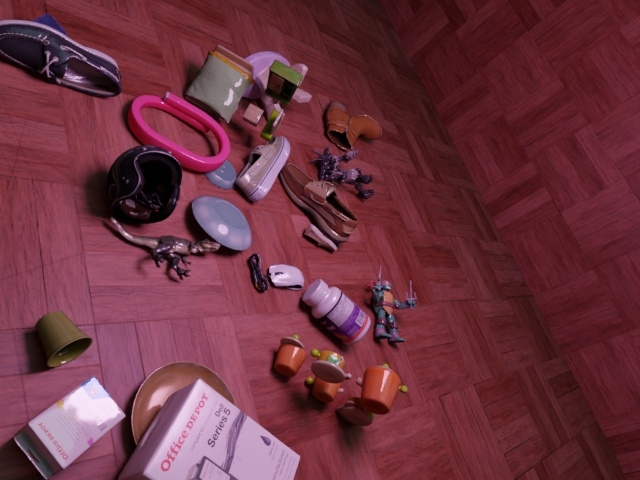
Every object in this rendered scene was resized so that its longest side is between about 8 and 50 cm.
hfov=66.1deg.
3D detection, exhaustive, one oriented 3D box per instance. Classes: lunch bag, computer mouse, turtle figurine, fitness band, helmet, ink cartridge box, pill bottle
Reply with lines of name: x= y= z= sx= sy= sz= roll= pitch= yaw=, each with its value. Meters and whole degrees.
lunch bag: x=-0.690 y=-0.503 z=1.216 sx=0.067 sy=0.065 sz=0.098 roll=53 pitch=31 yaw=-28
computer mouse: x=-0.111 y=0.095 z=1.390 sx=0.193 sy=0.042 sz=0.106 roll=10 pitch=53 yaw=-44
turtle figurine: x=0.225 y=0.210 z=1.612 sx=0.175 sy=0.118 sz=0.234 roll=13 pitch=66 yaw=-24
fitness band: x=-0.391 y=-0.307 z=1.381 sx=0.291 sy=0.054 sz=0.209 roll=27 pitch=42 yaw=-24
helmet: x=-0.406 y=-0.137 z=1.139 sx=0.169 sy=0.169 sz=0.162 roll=20 pitch=56 yaw=-37
ink cartridge box: x=-0.423 y=0.315 z=0.817 sx=0.092 sy=0.090 sz=0.143 roll=53 pitch=37 yaw=-1
pill bottle: x=0.043 y=0.203 z=1.418 sx=0.193 sy=0.108 sz=0.108 roll=43 pitch=37 yaw=-14
ink cartridge box: x=-0.195 y=0.424 z=0.907 sx=0.273 sy=0.115 sz=0.198 roll=43 pitch=37 yaw=-15

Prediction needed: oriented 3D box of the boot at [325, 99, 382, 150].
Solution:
boot: x=0.143 y=-0.458 z=2.071 sx=0.283 sy=0.109 sz=0.220 roll=31 pitch=40 yaw=-26

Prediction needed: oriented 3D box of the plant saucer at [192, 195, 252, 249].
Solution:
plant saucer: x=-0.252 y=-0.059 z=1.323 sx=0.195 sy=0.037 sz=0.195 roll=37 pitch=25 yaw=-20

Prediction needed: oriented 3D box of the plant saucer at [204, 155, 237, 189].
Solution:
plant saucer: x=-0.292 y=-0.206 z=1.453 sx=0.119 sy=0.021 sz=0.119 roll=29 pitch=42 yaw=-30

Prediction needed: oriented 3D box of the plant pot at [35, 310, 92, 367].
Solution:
plant pot: x=-0.475 y=0.173 z=0.897 sx=0.079 sy=0.083 sz=0.083 roll=48 pitch=34 yaw=15

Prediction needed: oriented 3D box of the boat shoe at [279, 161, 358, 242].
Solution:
boat shoe: x=0.005 y=-0.143 z=1.635 sx=0.324 sy=0.120 sz=0.122 roll=47 pitch=33 yaw=5

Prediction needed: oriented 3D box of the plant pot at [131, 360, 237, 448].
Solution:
plant pot: x=-0.273 y=0.364 z=0.997 sx=0.236 sy=0.032 sz=0.236 roll=28 pitch=44 yaw=-30

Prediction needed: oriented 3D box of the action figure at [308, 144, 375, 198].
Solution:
action figure: x=0.094 y=-0.268 z=1.840 sx=0.275 sy=0.141 sz=0.164 roll=27 pitch=55 yaw=-34

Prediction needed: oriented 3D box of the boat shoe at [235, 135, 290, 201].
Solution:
boat shoe: x=-0.175 y=-0.249 z=1.542 sx=0.094 sy=0.109 sz=0.302 roll=45 pitch=38 yaw=-27

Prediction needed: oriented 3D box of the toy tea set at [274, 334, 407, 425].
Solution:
toy tea set: x=0.050 y=0.331 z=1.249 sx=0.336 sy=0.200 sz=0.124 roll=37 pitch=47 yaw=-13

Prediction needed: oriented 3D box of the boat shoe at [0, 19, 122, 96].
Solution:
boat shoe: x=-0.624 y=-0.431 z=1.188 sx=0.302 sy=0.114 sz=0.091 roll=2 pitch=54 yaw=-47

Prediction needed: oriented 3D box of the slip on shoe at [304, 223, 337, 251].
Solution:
slip on shoe: x=0.000 y=0.000 z=1.598 sx=0.135 sy=0.041 sz=0.051 roll=43 pitch=-7 yaw=-36

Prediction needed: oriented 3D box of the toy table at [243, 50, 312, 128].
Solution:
toy table: x=-0.160 y=-0.533 z=1.712 sx=0.161 sy=0.252 sz=0.274 roll=44 pitch=46 yaw=16

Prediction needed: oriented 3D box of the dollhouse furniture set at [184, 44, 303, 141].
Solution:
dollhouse furniture set: x=-0.239 y=-0.466 z=1.492 sx=0.301 sy=0.151 sz=0.198 roll=28 pitch=78 yaw=-8

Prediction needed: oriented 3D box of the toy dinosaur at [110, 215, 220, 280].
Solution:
toy dinosaur: x=-0.359 y=0.023 z=1.158 sx=0.268 sy=0.064 sz=0.118 roll=16 pitch=35 yaw=-40
